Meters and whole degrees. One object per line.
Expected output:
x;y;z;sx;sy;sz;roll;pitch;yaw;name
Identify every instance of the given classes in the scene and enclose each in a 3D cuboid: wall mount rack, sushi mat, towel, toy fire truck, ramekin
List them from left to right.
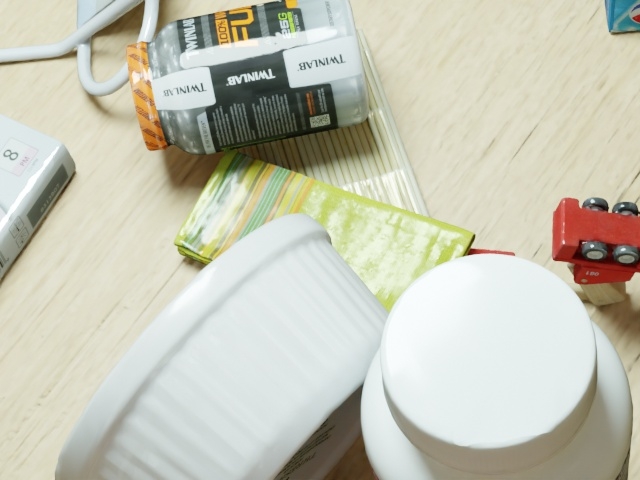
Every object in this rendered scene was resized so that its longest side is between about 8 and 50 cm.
-0.254;-0.284;1.507;0.304;0.130;0.350;-27;52;38;wall mount rack
-0.052;0.121;1.185;0.127;0.273;0.273;40;73;13;ramekin
0.000;0.000;1.342;0.237;0.021;0.102;19;73;24;towel
0.006;-0.039;1.394;0.151;0.019;0.316;-16;61;-2;sushi mat
0.216;0.021;1.285;0.192;0.135;0.047;8;61;-4;toy fire truck

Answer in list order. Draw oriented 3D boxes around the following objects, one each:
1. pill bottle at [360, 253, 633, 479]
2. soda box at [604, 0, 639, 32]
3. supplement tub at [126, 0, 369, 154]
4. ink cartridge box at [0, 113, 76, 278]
0.121;0.137;1.112;0.176;0.318;0.176;-4;61;7;pill bottle
0.282;-0.290;1.464;0.071;0.067;0.210;-4;62;5;soda box
-0.061;-0.137;1.377;0.190;0.117;0.117;-12;61;-1;supplement tub
-0.358;-0.042;1.426;0.232;0.066;0.189;25;68;15;ink cartridge box
